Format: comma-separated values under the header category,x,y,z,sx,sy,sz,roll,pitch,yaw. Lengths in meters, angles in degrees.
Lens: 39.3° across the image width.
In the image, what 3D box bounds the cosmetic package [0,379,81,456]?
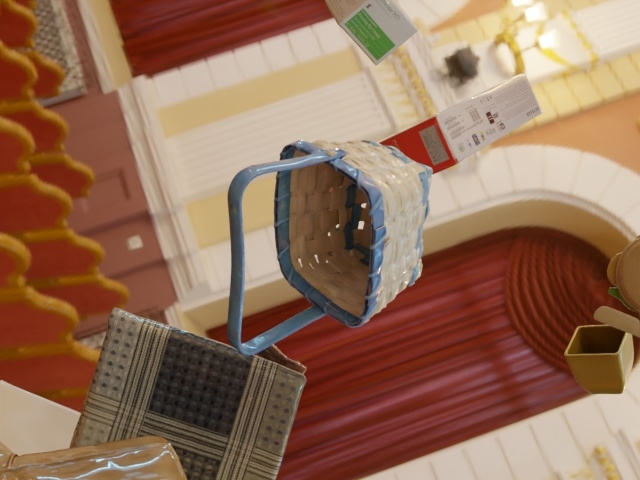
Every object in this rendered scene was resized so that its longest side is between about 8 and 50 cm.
category,x,y,z,sx,sy,sz,roll,pitch,yaw
cosmetic package,-0.426,0.425,1.536,0.156,0.385,0.217,115,-3,-52

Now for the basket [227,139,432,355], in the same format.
category,x,y,z,sx,sy,sz,roll,pitch,yaw
basket,0.000,0.000,1.169,0.201,0.289,0.254,29,-54,36

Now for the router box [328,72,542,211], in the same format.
category,x,y,z,sx,sy,sz,roll,pitch,yaw
router box,0.179,-0.164,1.549,0.301,0.335,0.082,-22,-84,42

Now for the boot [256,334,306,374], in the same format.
category,x,y,z,sx,sy,sz,roll,pitch,yaw
boot,-0.087,0.231,1.675,0.114,0.037,0.106,33,-42,7

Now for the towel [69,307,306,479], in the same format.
category,x,y,z,sx,sy,sz,roll,pitch,yaw
towel,-0.209,0.296,1.329,0.056,0.312,0.324,-68,177,-83

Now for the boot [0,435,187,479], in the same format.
category,x,y,z,sx,sy,sz,roll,pitch,yaw
boot,-0.332,0.281,1.136,0.236,0.270,0.089,52,-45,46

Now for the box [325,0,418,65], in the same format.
category,x,y,z,sx,sy,sz,roll,pitch,yaw
box,0.078,-0.347,1.379,0.101,0.087,0.102,41,18,-35

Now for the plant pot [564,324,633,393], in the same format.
category,x,y,z,sx,sy,sz,roll,pitch,yaw
plant pot,0.419,0.181,1.324,0.081,0.082,0.083,-45,120,-48

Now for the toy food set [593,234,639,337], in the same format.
category,x,y,z,sx,sy,sz,roll,pitch,yaw
toy food set,0.479,0.048,1.272,0.133,0.192,0.038,25,0,16
